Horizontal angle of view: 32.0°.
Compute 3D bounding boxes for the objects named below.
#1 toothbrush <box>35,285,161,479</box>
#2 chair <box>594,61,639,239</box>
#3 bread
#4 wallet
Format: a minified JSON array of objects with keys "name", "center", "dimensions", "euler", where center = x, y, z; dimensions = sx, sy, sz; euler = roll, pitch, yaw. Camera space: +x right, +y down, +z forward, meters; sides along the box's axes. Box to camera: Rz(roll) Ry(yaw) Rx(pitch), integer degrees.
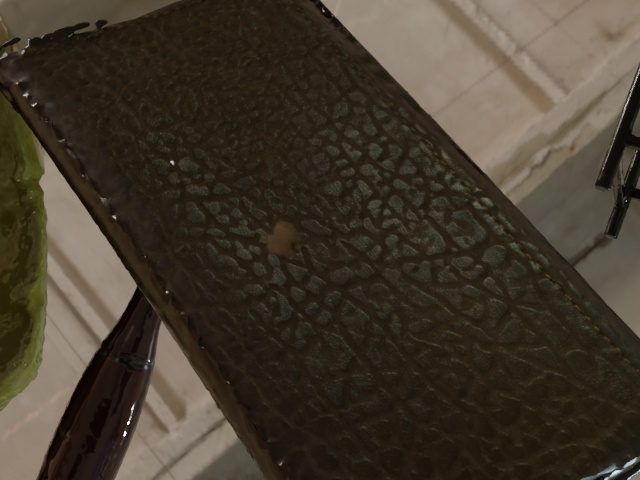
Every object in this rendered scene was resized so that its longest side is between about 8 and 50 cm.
[{"name":"toothbrush","center":[-0.117,0.108,0.552],"dimensions":[0.041,0.041,0.363],"euler":[25,-81,10]},{"name":"chair","center":[0.307,-0.122,0.831],"dimensions":[0.141,0.154,0.260],"euler":[19,-99,21]},{"name":"bread","center":[-0.239,-0.022,0.617],"dimensions":[0.148,0.270,0.269],"euler":[-3,-113,-26]},{"name":"wallet","center":[0.000,0.000,0.381],"dimensions":[0.133,0.039,0.243],"euler":[-27,-119,-24]}]
